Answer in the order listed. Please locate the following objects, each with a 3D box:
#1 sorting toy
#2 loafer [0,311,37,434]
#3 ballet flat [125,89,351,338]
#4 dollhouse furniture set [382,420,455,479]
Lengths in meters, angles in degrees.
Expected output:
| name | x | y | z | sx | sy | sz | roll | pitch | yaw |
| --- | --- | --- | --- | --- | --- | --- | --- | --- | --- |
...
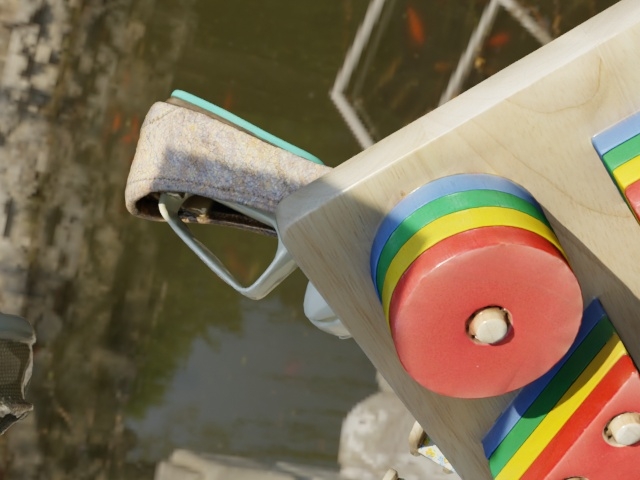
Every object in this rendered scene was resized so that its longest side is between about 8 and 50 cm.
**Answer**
| name | x | y | z | sx | sy | sz | roll | pitch | yaw |
| --- | --- | --- | --- | --- | --- | --- | --- | --- | --- |
| sorting toy | 0.153 | 0.033 | 0.603 | 0.255 | 0.257 | 0.089 | -30 | 33 | 11 |
| loafer | -0.179 | 0.110 | 0.421 | 0.251 | 0.094 | 0.087 | -39 | 69 | 25 |
| ballet flat | 0.000 | 0.000 | 0.782 | 0.316 | 0.107 | 0.106 | 22 | 78 | 32 |
| dollhouse furniture set | 0.194 | 0.210 | 1.179 | 0.242 | 0.212 | 0.161 | -59 | -14 | -15 |
